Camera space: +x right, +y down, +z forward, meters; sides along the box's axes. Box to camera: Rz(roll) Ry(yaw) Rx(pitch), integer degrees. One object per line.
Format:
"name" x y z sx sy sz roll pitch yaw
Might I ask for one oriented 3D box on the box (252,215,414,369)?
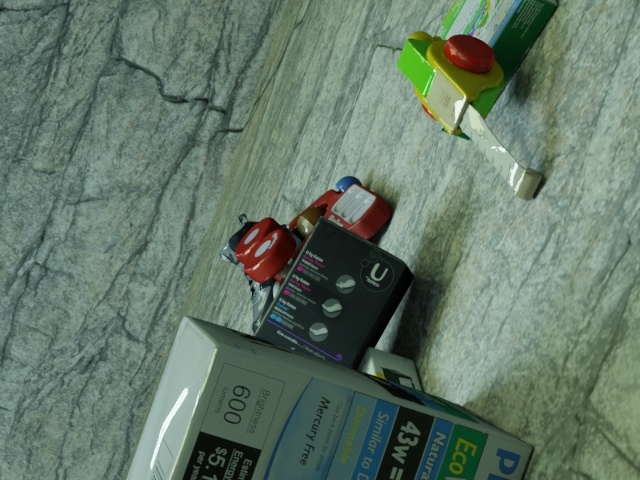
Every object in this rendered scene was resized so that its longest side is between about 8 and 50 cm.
"box" 0.005 0.124 1.633 0.270 0.143 0.165 -61 -11 -2

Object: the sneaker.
"sneaker" -0.144 0.071 2.425 0.101 0.153 0.268 133 152 -59

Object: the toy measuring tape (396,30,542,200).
"toy measuring tape" 0.214 -0.173 1.504 0.330 0.121 0.121 55 130 37

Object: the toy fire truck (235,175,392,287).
"toy fire truck" 0.000 0.000 2.034 0.254 0.169 0.302 -46 16 0

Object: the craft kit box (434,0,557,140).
"craft kit box" 0.244 -0.313 1.677 0.246 0.061 0.250 -91 24 -47

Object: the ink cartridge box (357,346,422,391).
"ink cartridge box" 0.080 0.244 1.530 0.175 0.072 0.127 -102 33 -63

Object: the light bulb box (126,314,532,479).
"light bulb box" -0.023 0.309 1.245 0.225 0.361 0.357 -162 91 -74
